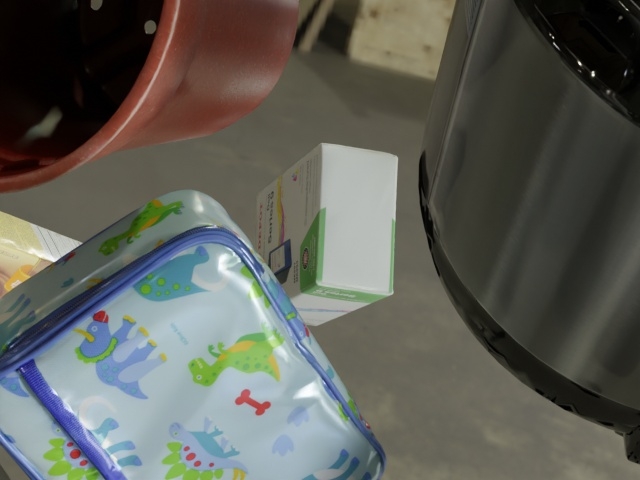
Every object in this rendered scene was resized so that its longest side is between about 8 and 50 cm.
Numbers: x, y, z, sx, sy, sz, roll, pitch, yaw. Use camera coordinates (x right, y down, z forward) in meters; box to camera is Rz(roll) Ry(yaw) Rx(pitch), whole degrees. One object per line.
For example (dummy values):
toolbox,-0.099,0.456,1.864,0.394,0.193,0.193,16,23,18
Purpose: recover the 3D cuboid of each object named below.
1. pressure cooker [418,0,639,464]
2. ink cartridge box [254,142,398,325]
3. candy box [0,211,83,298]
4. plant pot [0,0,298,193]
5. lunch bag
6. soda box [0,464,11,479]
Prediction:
pressure cooker,0.248,-0.081,0.786,0.375,0.420,0.370,41,63,19
ink cartridge box,0.000,0.000,1.374,0.093,0.154,0.212,7,-15,-19
candy box,-0.486,0.057,1.893,0.088,0.183,0.316,58,13,24
plant pot,-0.155,-0.173,0.868,0.272,0.272,0.265,23,12,18
lunch bag,-0.079,0.099,0.708,0.176,0.219,0.090,-32,29,-3
soda box,-0.260,0.173,0.880,0.053,0.169,0.060,1,57,5
